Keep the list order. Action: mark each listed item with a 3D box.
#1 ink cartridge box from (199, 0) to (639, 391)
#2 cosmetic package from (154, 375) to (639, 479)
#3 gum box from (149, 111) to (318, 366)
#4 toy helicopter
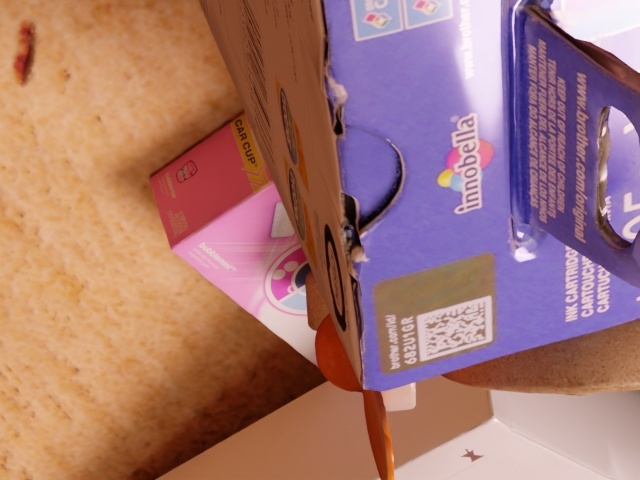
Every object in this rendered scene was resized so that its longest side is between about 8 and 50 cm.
[{"bbox_3d":[0.033,-0.132,0.793,0.151,0.395,0.270,-15,138,-7],"label":"ink cartridge box"},{"bbox_3d":[0.064,0.200,1.303,0.284,0.097,0.377,27,135,-37],"label":"cosmetic package"},{"bbox_3d":[0.000,0.000,1.168,0.107,0.062,0.188,-34,137,14],"label":"gum box"},{"bbox_3d":[0.078,0.041,0.975,0.235,0.355,0.140,-12,97,-26],"label":"toy helicopter"}]
